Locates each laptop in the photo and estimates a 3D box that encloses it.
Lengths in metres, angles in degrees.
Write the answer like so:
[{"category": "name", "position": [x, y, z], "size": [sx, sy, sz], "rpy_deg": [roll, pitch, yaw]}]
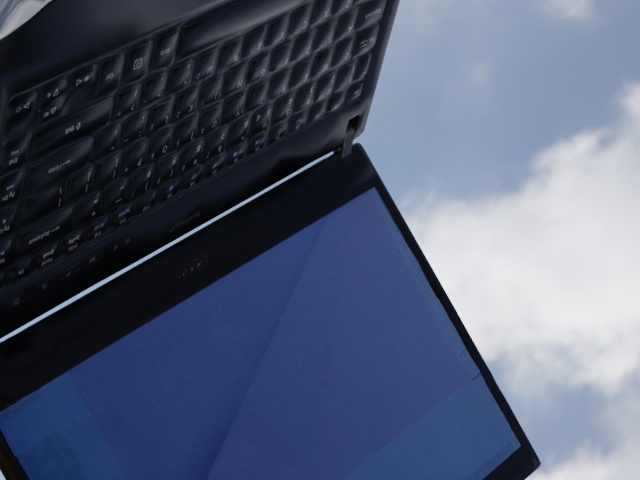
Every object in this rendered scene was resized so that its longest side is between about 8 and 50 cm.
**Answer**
[{"category": "laptop", "position": [0.000, 0.000, 0.666], "size": [0.136, 0.234, 0.264], "rpy_deg": [33, -51, 22]}]

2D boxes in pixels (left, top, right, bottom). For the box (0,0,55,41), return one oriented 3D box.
[{"category": "box", "position": [-0.107, -0.107, 0.259], "size": [0.143, 0.270, 0.165], "rpy_deg": [18, -59, 11]}]
